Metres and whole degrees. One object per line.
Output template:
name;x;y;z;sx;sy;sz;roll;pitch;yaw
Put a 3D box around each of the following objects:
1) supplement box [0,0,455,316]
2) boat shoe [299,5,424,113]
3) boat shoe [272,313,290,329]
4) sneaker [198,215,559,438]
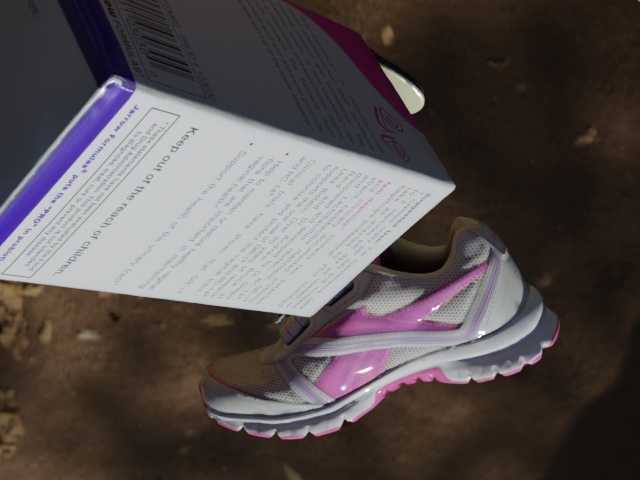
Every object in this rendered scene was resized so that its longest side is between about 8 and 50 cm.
supplement box;-0.059;-0.048;0.536;0.114;0.111;0.220;-44;148;26
boat shoe;0.022;-0.139;0.927;0.133;0.042;0.049;24;142;-8
boat shoe;0.000;0.000;1.128;0.068;0.228;0.081;39;136;-12
sneaker;0.028;0.053;0.832;0.252;0.103;0.111;-20;103;9
